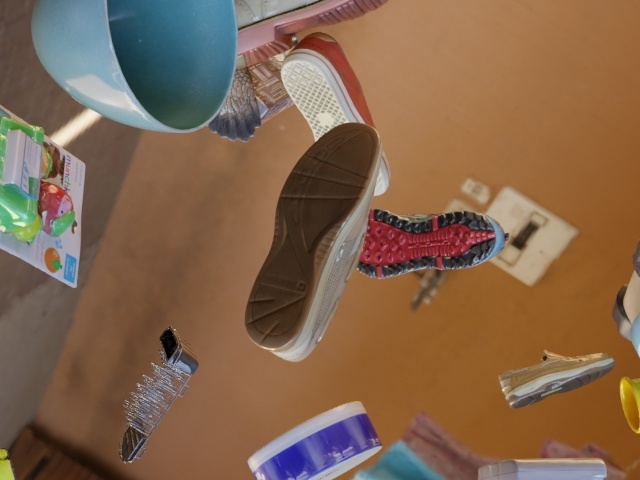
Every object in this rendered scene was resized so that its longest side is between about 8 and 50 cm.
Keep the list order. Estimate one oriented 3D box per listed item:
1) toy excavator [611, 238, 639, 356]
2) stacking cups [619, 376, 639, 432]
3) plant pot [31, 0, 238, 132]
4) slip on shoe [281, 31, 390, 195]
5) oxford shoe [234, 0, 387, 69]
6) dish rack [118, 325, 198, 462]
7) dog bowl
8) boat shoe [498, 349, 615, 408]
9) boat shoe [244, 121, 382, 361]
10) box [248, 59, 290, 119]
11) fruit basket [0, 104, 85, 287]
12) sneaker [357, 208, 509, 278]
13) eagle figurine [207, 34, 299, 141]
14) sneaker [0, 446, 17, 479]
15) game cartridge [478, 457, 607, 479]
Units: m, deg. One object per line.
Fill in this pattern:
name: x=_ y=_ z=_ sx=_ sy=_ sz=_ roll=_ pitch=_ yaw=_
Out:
toy excavator: x=0.729 y=0.180 z=1.528 sx=0.222 sy=0.433 sz=0.445 roll=89 pitch=-12 yaw=-54
stacking cups: x=0.662 y=0.237 z=1.622 sx=0.316 sy=0.096 sz=0.096 roll=-13 pitch=180 yaw=1
plant pot: x=-0.269 y=-0.287 z=1.325 sx=0.290 sy=0.195 sz=0.290 roll=-3 pitch=93 yaw=-62
slip on shoe: x=0.039 y=-0.197 z=1.601 sx=0.331 sy=0.123 sz=0.101 roll=60 pitch=41 yaw=-40
oxford shoe: x=-0.010 y=-0.403 z=1.523 sx=0.397 sy=0.146 sz=0.140 roll=-22 pitch=177 yaw=6
dish rack: x=-0.352 y=0.324 z=2.045 sx=0.271 sy=0.074 sz=0.208 roll=-56 pitch=-165 yaw=-1
dog bowl: x=-0.010 y=0.437 z=2.019 sx=0.265 sy=0.104 sz=0.265 roll=-26 pitch=163 yaw=-9
boat shoe: x=0.382 y=0.208 z=1.598 sx=0.190 sy=0.072 sz=0.068 roll=-15 pitch=149 yaw=-11
boat shoe: x=0.000 y=0.000 z=1.360 sx=0.341 sy=0.121 sz=0.110 roll=-65 pitch=151 yaw=-11
box: x=-0.178 y=-0.384 z=2.242 sx=0.076 sy=0.242 sz=0.307 roll=-47 pitch=-179 yaw=25
fruit basket: x=-0.616 y=-0.105 z=2.129 sx=0.165 sy=0.353 sz=0.327 roll=-16 pitch=-119 yaw=26
sneaker: x=0.156 y=0.007 z=1.477 sx=0.125 sy=0.262 sz=0.104 roll=1 pitch=91 yaw=-58
eagle figurine: x=-0.144 y=-0.368 z=1.842 sx=0.226 sy=0.225 sz=0.298 roll=91 pitch=-10 yaw=-49
sneaker: x=-0.576 y=0.528 z=1.746 sx=0.121 sy=0.300 sz=0.111 roll=-15 pitch=168 yaw=-19
game cartridge: x=0.415 y=0.463 z=1.924 sx=0.297 sy=0.198 sz=0.062 roll=104 pitch=-10 yaw=-72
